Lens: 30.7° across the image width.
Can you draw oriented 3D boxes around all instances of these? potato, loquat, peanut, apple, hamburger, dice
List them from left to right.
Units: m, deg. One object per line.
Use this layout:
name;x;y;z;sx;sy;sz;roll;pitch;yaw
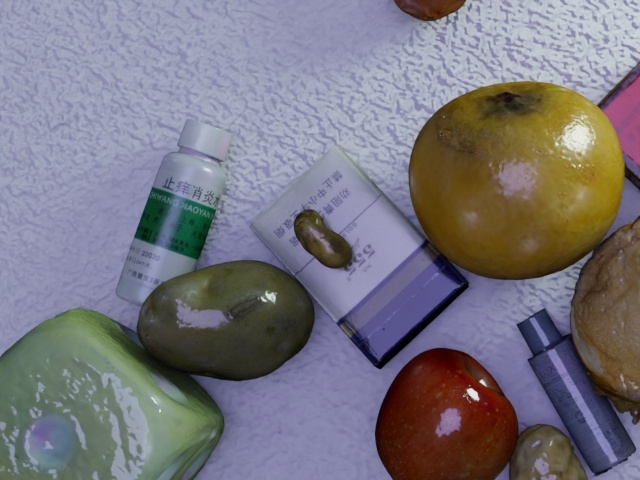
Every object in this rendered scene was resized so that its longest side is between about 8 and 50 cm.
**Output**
dice;-0.293;0.248;1.488;0.254;0.250;0.252;41;91;11
potato;-0.121;0.104;1.499;0.160;0.235;0.178;59;135;40
potato;0.000;0.000;1.497;0.092;0.046;0.045;44;58;3
apple;0.154;0.230;1.455;0.181;0.181;0.168;47;106;10
loquat;0.235;-0.076;1.429;0.263;0.263;0.263;-1;84;9
peanut;0.285;0.345;1.462;0.103;0.098;0.229;-1;87;20
hamburger;0.420;0.096;1.395;0.146;0.243;0.286;9;96;-31

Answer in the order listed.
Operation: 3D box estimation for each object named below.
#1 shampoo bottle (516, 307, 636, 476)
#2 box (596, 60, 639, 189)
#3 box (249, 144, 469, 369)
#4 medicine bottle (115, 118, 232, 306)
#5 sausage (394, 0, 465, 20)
shampoo bottle;0.322;0.189;1.487;0.072;0.072;0.214;-30;81;5
box;0.467;-0.117;1.490;0.153;0.074;0.240;-45;81;-1
box;0.051;0.021;1.545;0.168;0.071;0.259;-42;80;3
medicine bottle;-0.193;-0.033;1.580;0.095;0.095;0.260;18;87;11
sausage;0.156;-0.417;1.545;0.133;0.133;0.258;10;90;10
